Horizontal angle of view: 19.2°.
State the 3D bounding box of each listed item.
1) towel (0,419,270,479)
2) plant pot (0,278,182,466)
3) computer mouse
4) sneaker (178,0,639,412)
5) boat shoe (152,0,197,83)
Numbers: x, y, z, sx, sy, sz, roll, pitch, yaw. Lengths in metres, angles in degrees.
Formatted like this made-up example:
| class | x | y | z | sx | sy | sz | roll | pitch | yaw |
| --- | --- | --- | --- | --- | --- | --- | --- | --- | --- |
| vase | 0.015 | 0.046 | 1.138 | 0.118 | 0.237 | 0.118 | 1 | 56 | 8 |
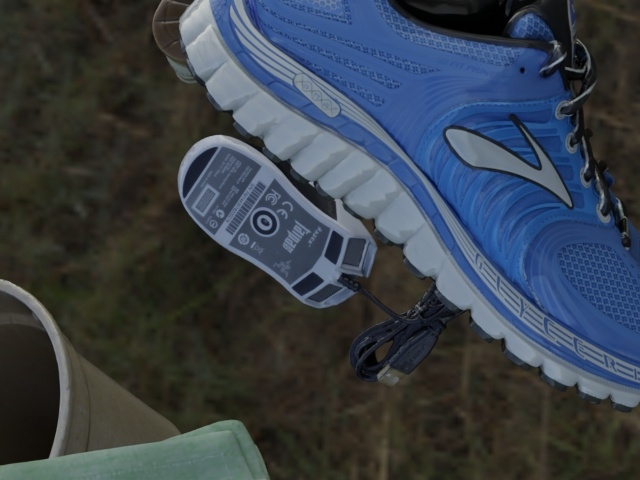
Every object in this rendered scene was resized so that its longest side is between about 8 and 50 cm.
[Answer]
| class | x | y | z | sx | sy | sz | roll | pitch | yaw |
| --- | --- | --- | --- | --- | --- | --- | --- | --- | --- |
| towel | -0.069 | 0.257 | 1.152 | 0.325 | 0.248 | 0.038 | 57 | 133 | 28 |
| plant pot | -0.307 | 0.247 | 2.028 | 0.334 | 0.305 | 0.334 | -15 | 61 | 28 |
| computer mouse | 0.000 | 0.000 | 1.157 | 0.193 | 0.042 | 0.106 | 39 | 120 | 3 |
| sneaker | 0.096 | -0.043 | 0.918 | 0.147 | 0.330 | 0.130 | -48 | 15 | 13 |
| boat shoe | -0.058 | -0.280 | 1.895 | 0.104 | 0.089 | 0.285 | 41 | 80 | 16 |
